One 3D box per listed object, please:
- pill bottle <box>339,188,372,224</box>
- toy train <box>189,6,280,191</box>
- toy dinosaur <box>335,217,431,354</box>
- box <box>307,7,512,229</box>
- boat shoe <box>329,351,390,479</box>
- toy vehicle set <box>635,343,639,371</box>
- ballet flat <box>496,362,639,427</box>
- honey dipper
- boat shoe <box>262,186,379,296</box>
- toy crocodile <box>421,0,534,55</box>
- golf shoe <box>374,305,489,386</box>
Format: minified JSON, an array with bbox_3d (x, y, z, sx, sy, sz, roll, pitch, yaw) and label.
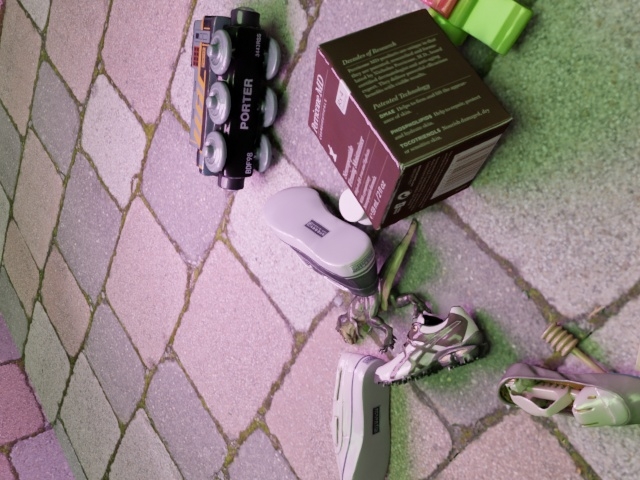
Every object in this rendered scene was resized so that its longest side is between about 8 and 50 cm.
[{"bbox_3d":[0.086,-0.059,0.865,0.067,0.120,0.067,9,103,42],"label":"pill bottle"},{"bbox_3d":[-0.175,-0.267,1.082,0.190,0.142,0.334,30,119,50],"label":"toy train"},{"bbox_3d":[0.105,0.103,0.919,0.118,0.064,0.268,53,125,33],"label":"toy dinosaur"},{"bbox_3d":[0.106,-0.158,0.759,0.203,0.167,0.168,59,163,20],"label":"box"},{"bbox_3d":[0.058,0.325,0.976,0.088,0.096,0.268,8,101,47],"label":"boat shoe"},{"bbox_3d":[0.448,0.038,0.592,0.166,0.035,0.267,17,108,41],"label":"toy vehicle set"},{"bbox_3d":[0.314,0.200,0.702,0.213,0.068,0.072,-4,114,54],"label":"ballet flat"},{"bbox_3d":[0.352,0.167,0.714,0.160,0.030,0.030,44,124,26],"label":"honey dipper"},{"bbox_3d":[0.000,0.000,0.973,0.301,0.108,0.102,35,156,49],"label":"boat shoe"},{"bbox_3d":[0.144,-0.370,0.769,0.341,0.105,0.115,53,128,24],"label":"toy crocodile"},{"bbox_3d":[0.158,0.163,0.872,0.198,0.077,0.094,-30,72,32],"label":"golf shoe"}]
